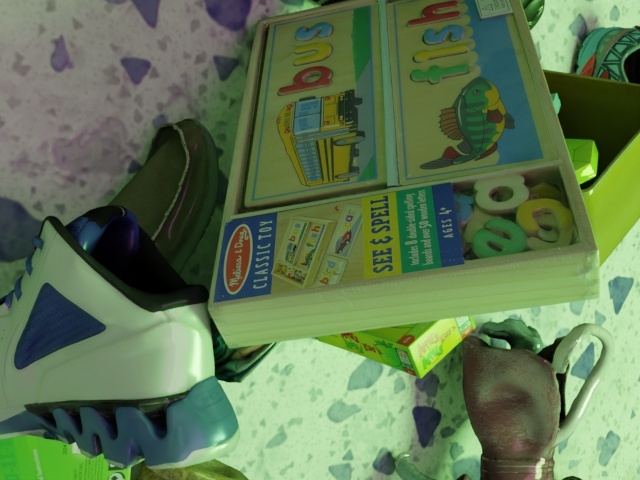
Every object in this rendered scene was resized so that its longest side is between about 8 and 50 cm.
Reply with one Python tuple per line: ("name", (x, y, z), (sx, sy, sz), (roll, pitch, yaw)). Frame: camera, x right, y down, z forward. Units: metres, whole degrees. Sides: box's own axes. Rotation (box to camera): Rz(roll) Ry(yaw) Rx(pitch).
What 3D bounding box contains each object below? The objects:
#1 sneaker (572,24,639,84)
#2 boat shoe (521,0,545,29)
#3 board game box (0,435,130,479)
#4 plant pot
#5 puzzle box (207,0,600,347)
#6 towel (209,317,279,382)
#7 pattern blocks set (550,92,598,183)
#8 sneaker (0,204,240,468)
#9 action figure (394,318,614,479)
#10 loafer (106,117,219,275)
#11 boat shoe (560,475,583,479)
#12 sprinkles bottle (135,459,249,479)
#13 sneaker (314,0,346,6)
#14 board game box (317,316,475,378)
("sneaker", (0.431, -0.186, 1.149), (0.104, 0.125, 0.261), (3, 95, -36))
("boat shoe", (0.150, -0.370, 0.926), (0.123, 0.120, 0.324), (-31, 129, 13))
("board game box", (-0.301, 0.207, 0.696), (0.260, 0.039, 0.124), (3, 95, -25))
("plant pot", (0.326, -0.082, 1.051), (0.212, 0.212, 0.187), (-44, 133, -23))
("puzzle box", (0.059, -0.098, 0.684), (0.408, 0.272, 0.052), (-89, 164, -45))
("towel", (0.000, 0.000, 0.782), (0.040, 0.271, 0.370), (48, 66, -7))
("pattern blocks set", (0.162, -0.063, 0.879), (0.026, 0.286, 0.324), (61, 29, -27))
("sneaker", (-0.208, 0.063, 0.622), (0.127, 0.316, 0.182), (-8, 98, -71))
("action figure", (0.269, 0.295, 1.026), (0.248, 0.276, 0.370), (12, 76, -43))
("loafer", (-0.173, -0.004, 0.750), (0.087, 0.094, 0.251), (22, 84, -41))
("boat shoe", (0.321, 0.450, 1.183), (0.257, 0.095, 0.095), (-48, 115, -21))
("sprinkles bottle", (-0.187, 0.389, 0.782), (0.121, 0.121, 0.355), (28, 79, -36))
("sneaker", (0.028, -0.338, 0.846), (0.281, 0.106, 0.162), (16, 84, -36))
("board game box", (0.075, 0.091, 0.892), (0.092, 0.181, 0.043), (-37, 117, -27))
